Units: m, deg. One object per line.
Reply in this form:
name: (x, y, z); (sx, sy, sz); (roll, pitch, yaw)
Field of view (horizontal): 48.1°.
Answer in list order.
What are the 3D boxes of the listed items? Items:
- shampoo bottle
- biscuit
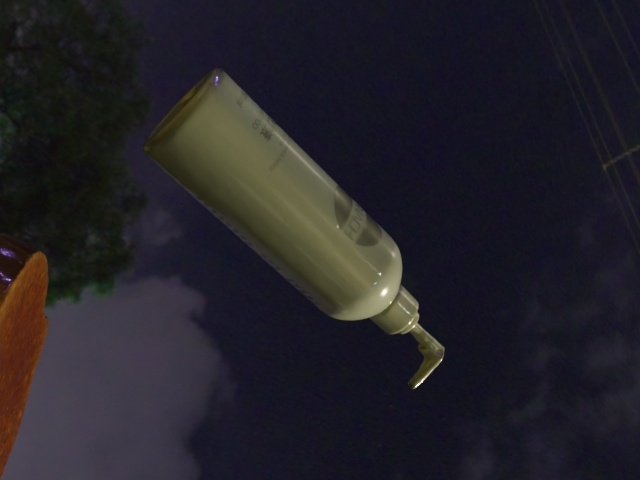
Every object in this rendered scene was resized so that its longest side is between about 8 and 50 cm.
shampoo bottle: (0.000, 0.000, 0.368); (0.056, 0.195, 0.056); (-40, -158, 19)
biscuit: (-0.250, 0.137, 0.491); (0.049, 0.257, 0.273); (17, -117, -9)
